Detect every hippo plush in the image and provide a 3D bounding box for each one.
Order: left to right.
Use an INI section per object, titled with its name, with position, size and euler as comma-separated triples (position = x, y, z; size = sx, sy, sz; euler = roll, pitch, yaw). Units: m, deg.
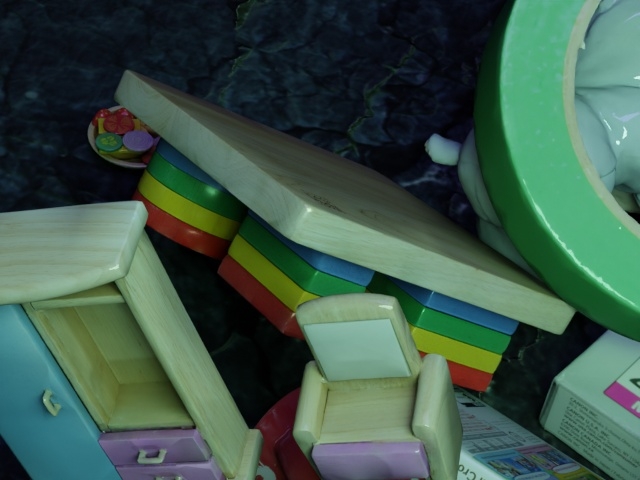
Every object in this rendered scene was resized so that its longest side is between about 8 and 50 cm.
[hippo plush]
position = 0.230, -0.063, 1.068
size = 0.236, 0.294, 0.234
euler = -36, 38, -30

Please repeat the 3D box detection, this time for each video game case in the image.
[video game case]
position = 0.127, 0.147, 0.898
size = 0.193, 0.023, 0.212
euler = 32, 6, 21

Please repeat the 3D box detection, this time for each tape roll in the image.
[tape roll]
position = 0.267, -0.086, 0.964
size = 0.321, 0.077, 0.321
euler = 1, 79, -7

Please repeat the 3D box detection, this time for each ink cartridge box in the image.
[ink cartridge box]
position = 0.335, 0.133, 1.025
size = 0.275, 0.060, 0.239
euler = 36, 50, 24

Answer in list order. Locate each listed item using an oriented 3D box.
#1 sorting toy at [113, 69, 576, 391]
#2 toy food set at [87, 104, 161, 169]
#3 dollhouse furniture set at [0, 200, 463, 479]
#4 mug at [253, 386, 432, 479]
[sorting toy]
position = 0.000, 0.000, 1.000
size = 0.257, 0.089, 0.255
euler = 19, 12, -40
[toy food set]
position = -0.149, -0.088, 1.181
size = 0.083, 0.020, 0.083
euler = 0, 44, -12
[dollhouse furniture set]
position = -0.103, 0.158, 0.674
size = 0.286, 0.198, 0.303
euler = -5, 45, 19
[mug]
position = 0.034, 0.159, 0.874
size = 0.113, 0.150, 0.169
euler = -32, 52, -21
